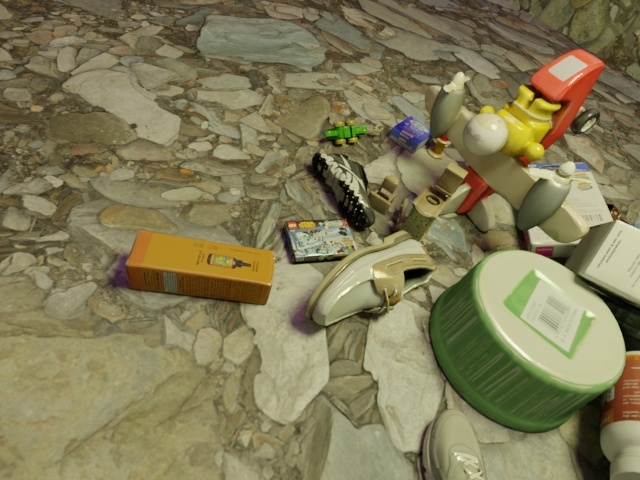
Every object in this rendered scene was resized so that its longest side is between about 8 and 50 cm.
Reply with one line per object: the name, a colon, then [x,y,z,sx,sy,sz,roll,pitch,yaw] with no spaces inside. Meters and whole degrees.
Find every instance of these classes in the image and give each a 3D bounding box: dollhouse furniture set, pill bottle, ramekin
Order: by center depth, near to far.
pill bottle: [0.506,0.289,0.633,0.121,0.121,0.216,32,47,11]
ramekin: [0.367,0.161,0.732,0.303,0.148,0.304,9,48,-10]
dollhouse furniture set: [0.187,-0.099,0.880,0.160,0.182,0.101,35,49,13]

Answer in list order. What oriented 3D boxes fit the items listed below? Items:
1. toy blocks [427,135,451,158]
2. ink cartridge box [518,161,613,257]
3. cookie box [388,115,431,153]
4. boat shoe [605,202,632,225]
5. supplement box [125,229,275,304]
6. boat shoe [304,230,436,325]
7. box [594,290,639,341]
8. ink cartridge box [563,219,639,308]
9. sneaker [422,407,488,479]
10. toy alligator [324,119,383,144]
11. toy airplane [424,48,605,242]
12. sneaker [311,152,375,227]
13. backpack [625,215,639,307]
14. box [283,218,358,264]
toy blocks: [0.364,-0.321,1.155,0.054,0.148,0.123,26,48,5]
ink cartridge box: [0.609,-0.087,1.042,0.185,0.065,0.311,-1,47,17]
cookie box: [0.264,-0.307,1.184,0.091,0.040,0.107,39,49,16]
boat shoe: [0.773,-0.067,1.116,0.206,0.073,0.073,26,43,4]
supplement box: [-0.198,0.049,0.700,0.233,0.080,0.078,8,49,-9]
boat shoe: [0.106,0.075,0.749,0.302,0.113,0.103,-29,58,-36]
box: [0.634,0.180,0.764,0.175,0.051,0.220,25,8,-16]
ink cartridge box: [0.628,0.082,0.752,0.278,0.117,0.201,31,9,19]
sneaker: [0.205,0.347,0.536,0.099,0.121,0.263,13,47,-8]
toy alligator: [0.083,-0.296,1.113,0.189,0.056,0.051,-15,16,-28]
toy airplane: [0.382,-0.196,0.904,0.272,0.385,0.385,2,2,-44]
sneaker: [0.076,-0.128,0.941,0.106,0.078,0.234,-16,55,-26]
backpack: [0.814,0.037,0.924,0.276,0.213,0.263,-2,23,22]
box: [0.000,0.000,0.839,0.136,0.027,0.094,-3,53,-20]
